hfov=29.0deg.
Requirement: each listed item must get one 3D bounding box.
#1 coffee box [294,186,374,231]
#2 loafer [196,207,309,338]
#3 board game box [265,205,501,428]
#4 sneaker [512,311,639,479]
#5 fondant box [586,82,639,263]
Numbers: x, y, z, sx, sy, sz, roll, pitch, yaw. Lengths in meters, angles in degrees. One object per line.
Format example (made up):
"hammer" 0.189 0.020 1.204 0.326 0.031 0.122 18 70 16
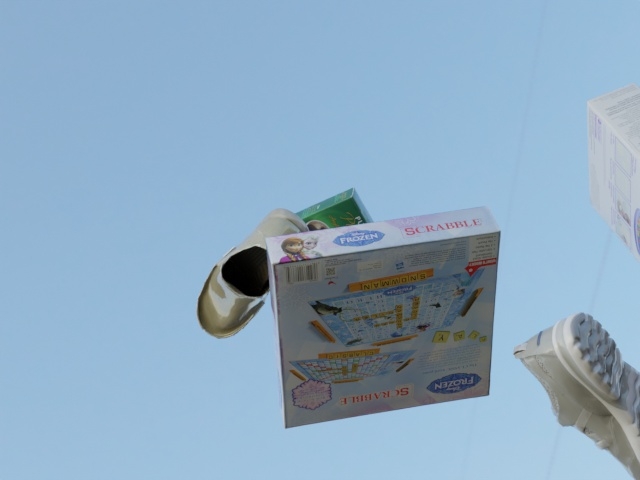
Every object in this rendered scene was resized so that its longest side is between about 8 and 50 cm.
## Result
"coffee box" 0.000 0.000 1.993 0.184 0.040 0.113 -25 -69 20
"loafer" -0.118 0.058 1.837 0.268 0.102 0.092 -53 -6 36
"board game box" 0.090 0.114 1.764 0.318 0.066 0.318 -7 -52 -8
"sneaker" 0.352 0.206 1.563 0.115 0.105 0.281 -20 -65 40
"fondant box" 0.551 -0.063 1.996 0.096 0.330 0.238 -21 -45 -7
